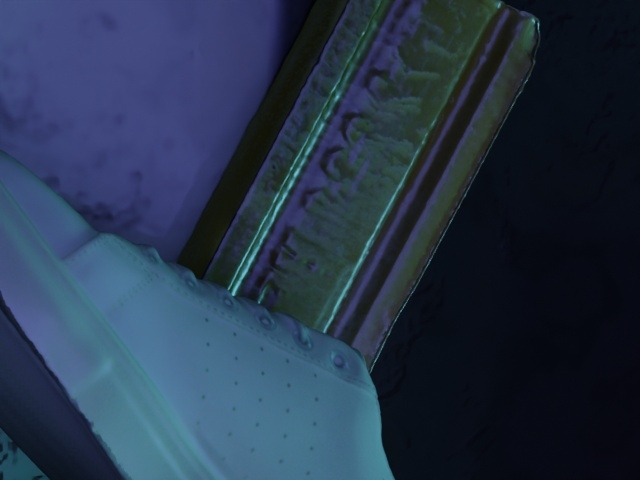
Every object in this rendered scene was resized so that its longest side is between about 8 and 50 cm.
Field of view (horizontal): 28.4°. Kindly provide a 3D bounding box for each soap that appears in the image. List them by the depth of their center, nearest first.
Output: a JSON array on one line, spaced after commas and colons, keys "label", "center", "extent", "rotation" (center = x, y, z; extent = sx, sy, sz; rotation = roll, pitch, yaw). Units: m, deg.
[{"label": "soap", "center": [0.000, 0.000, 0.526], "extent": [0.092, 0.037, 0.252], "rotation": [28, 88, -25]}]

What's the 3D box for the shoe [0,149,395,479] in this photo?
[{"label": "shoe", "center": [-0.043, 0.056, 0.458], "extent": [0.110, 0.095, 0.265], "rotation": [-43, 110, -29]}]
